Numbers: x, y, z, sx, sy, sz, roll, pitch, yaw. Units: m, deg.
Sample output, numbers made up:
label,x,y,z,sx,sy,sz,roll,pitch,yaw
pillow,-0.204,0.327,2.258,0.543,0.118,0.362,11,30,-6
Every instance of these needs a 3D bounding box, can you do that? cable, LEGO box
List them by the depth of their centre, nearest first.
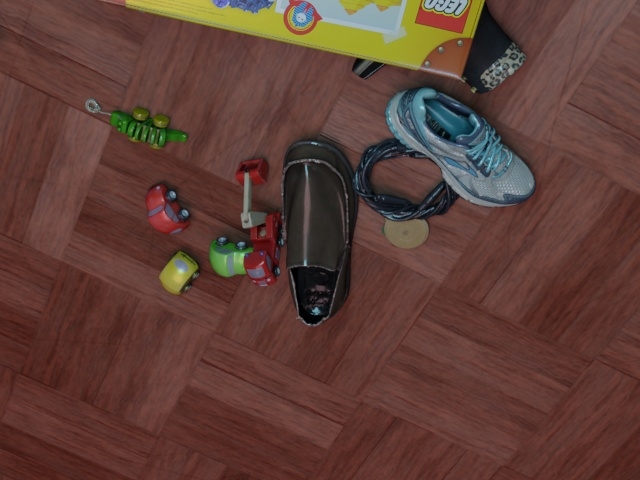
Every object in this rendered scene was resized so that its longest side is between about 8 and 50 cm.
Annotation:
label,x,y,z,sx,sy,sz,roll,pitch,yaw
LEGO box,-0.023,-0.452,1.151,0.500,0.193,0.372,9,114,-12
cable,0.147,-0.103,1.558,0.184,0.047,0.150,-8,119,7

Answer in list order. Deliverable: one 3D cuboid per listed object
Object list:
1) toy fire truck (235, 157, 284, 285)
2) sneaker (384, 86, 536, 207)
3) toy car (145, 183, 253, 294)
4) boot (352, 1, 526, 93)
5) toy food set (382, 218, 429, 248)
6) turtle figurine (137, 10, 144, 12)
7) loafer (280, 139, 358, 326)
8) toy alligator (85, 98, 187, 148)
label,x,y,z,sx,sy,sz,roll,pitch,yaw
toy fire truck,-0.109,-0.032,1.585,0.047,0.192,0.135,-8,144,20
sneaker,0.237,-0.146,1.450,0.283,0.122,0.110,31,77,-12
toy car,-0.221,0.023,1.660,0.225,0.053,0.239,11,125,24
boot,0.185,-0.286,1.421,0.236,0.085,0.178,-35,113,28
toy food set,0.153,-0.019,1.625,0.083,0.020,0.082,10,123,3
turtle figurine,-0.352,-0.486,1.320,0.266,0.198,0.274,25,118,-7
loafer,0.000,0.000,1.598,0.134,0.130,0.366,-1,121,10
toy alligator,-0.328,-0.199,1.577,0.190,0.051,0.056,19,122,-2
